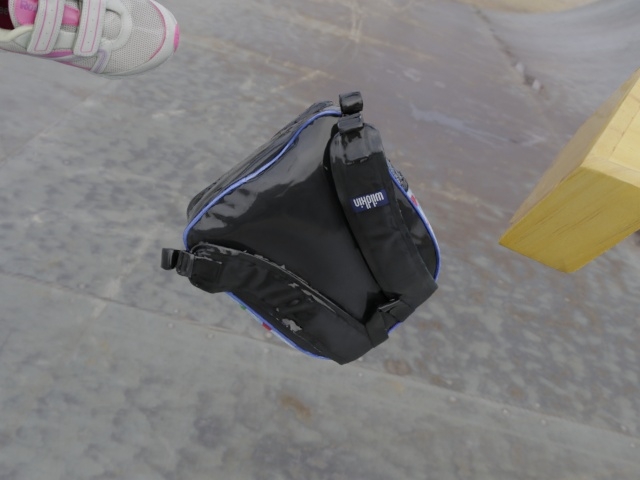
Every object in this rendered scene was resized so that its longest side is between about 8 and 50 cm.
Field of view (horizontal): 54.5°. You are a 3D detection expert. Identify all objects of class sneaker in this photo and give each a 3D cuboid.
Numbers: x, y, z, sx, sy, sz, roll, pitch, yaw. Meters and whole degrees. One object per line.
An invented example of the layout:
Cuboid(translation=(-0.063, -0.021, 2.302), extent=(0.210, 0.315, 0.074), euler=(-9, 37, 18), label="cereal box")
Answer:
Cuboid(translation=(-0.282, -0.235, 0.669), extent=(0.252, 0.103, 0.111), euler=(4, 9, -9), label="sneaker")

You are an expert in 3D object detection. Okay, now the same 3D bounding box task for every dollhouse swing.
Cuboid(translation=(0.530, -0.073, 0.939), extent=(0.305, 0.315, 0.347), euler=(39, 58, 6), label="dollhouse swing")

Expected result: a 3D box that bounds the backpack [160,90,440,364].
Cuboid(translation=(0.000, 0.000, 0.735), extent=(0.263, 0.276, 0.213), euler=(51, 10, -16), label="backpack")
